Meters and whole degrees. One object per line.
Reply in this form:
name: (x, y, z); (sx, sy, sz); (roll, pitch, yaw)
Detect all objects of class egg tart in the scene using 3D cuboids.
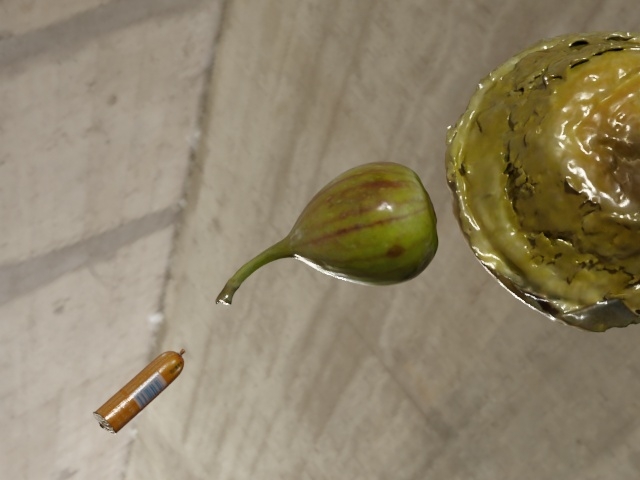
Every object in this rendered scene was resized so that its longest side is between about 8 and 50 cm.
egg tart: (0.287, -0.077, 1.038); (0.341, 0.341, 0.132); (-33, -13, -16)

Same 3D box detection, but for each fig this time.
fig: (0.008, 0.003, 0.767); (0.166, 0.093, 0.093); (-22, -25, -19)

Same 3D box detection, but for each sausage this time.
sausage: (-0.169, 0.142, 1.047); (0.107, 0.031, 0.031); (-41, -18, -26)
